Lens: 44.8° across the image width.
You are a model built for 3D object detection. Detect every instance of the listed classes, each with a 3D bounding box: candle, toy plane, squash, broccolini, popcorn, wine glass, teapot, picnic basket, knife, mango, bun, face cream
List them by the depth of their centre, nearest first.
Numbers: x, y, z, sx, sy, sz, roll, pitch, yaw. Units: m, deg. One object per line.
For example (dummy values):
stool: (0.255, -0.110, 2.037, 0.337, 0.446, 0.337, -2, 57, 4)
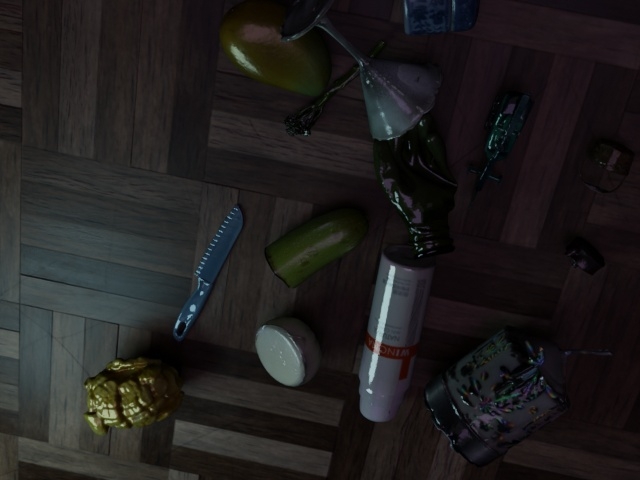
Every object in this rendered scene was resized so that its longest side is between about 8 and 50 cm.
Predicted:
wine glass: (0.057, -0.274, 1.157, 0.156, 0.156, 0.232, -40, 122, 21)
mango: (-0.066, -0.301, 1.227, 0.195, 0.092, 0.130, 40, 111, -16)
toy plane: (0.289, -0.155, 1.251, 0.060, 0.096, 0.235, 18, 133, 1)
picnic basket: (0.464, -0.117, 1.260, 0.072, 0.072, 0.083, 21, 116, -3)
broccolini: (0.021, -0.250, 1.271, 0.218, 0.044, 0.042, -45, 62, 19)
teapot: (0.451, 0.031, 1.330, 0.100, 0.067, 0.045, 21, 124, -40)
squash: (0.000, 0.000, 1.359, 0.188, 0.095, 0.095, -33, 106, 15)
candle: (0.349, 0.251, 1.374, 0.330, 0.187, 0.187, -41, 104, 19)
face cream: (0.130, 0.181, 1.414, 0.102, 0.102, 0.345, 9, 113, 3)
bun: (-0.048, 0.198, 1.451, 0.138, 0.094, 0.138, 21, 124, 35)
knife: (-0.213, 0.065, 1.452, 0.045, 0.019, 0.313, 29, 112, -3)
popcorn: (-0.370, 0.291, 1.493, 0.194, 0.163, 0.140, -10, 89, 39)

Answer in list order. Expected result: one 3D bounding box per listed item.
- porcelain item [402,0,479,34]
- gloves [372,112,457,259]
porcelain item: (0.174, -0.378, 1.133, 0.114, 0.147, 0.147, -4, 113, 7)
gloves: (0.160, -0.099, 1.280, 0.135, 0.107, 0.268, -12, 102, -10)
